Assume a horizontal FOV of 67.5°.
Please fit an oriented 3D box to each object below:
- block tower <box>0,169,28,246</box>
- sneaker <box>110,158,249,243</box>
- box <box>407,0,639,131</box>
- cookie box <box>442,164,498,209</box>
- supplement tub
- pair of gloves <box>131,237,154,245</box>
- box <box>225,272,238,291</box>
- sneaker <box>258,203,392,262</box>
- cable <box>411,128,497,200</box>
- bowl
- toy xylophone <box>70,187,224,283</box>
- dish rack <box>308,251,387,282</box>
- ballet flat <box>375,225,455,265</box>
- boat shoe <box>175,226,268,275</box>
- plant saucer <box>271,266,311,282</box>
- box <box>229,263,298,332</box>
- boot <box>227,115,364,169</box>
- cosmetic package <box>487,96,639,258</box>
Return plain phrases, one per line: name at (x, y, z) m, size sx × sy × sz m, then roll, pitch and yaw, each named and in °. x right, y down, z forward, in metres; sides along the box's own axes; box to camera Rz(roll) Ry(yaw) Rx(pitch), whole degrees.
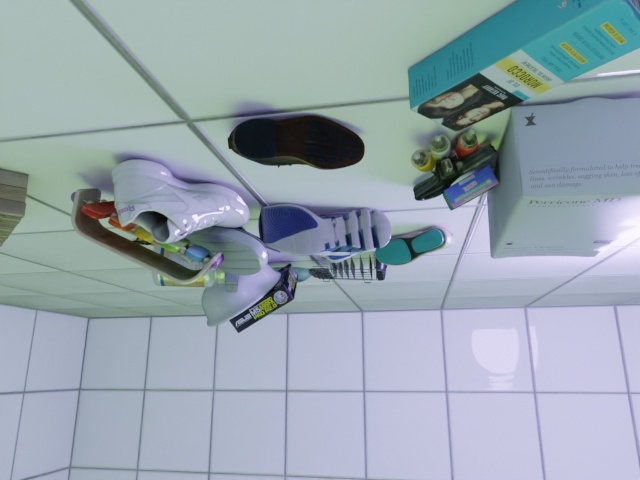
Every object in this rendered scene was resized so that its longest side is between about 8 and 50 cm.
block tower at (-0.707, -0.064, 1.028) m, size 0.097 × 0.091 × 0.335 m, roll 11°, pitch 162°, yaw -37°
sneaker at (-0.271, -0.050, 0.955) m, size 0.114 × 0.152 × 0.305 m, roll -27°, pitch 152°, yaw 36°
box at (0.225, -0.210, 0.550) m, size 0.100 × 0.060 × 0.244 m, roll 12°, pitch 161°, yaw -36°
cookie box at (0.278, -0.096, 0.899) m, size 0.091 × 0.040 × 0.107 m, roll -30°, pitch 174°, yaw 12°
supplement tub at (-0.374, 0.063, 1.388) m, size 0.199 × 0.144 × 0.144 m, roll 3°, pitch 165°, yaw -10°
pair of gloves at (-0.516, 0.002, 1.422) m, size 0.074 × 0.010 × 0.083 m, roll 10°, pitch 164°, yaw -38°
box at (-0.256, 0.066, 1.402) m, size 0.038 × 0.145 × 0.186 m, roll 4°, pitch 164°, yaw -10°
sneaker at (0.001, 0.000, 1.193) m, size 0.315 × 0.128 × 0.182 m, roll 2°, pitch 163°, yaw -12°
cable at (0.232, -0.138, 0.882) m, size 0.139 × 0.072 × 0.287 m, roll -19°, pitch 175°, yaw 6°
bowl at (-0.288, 0.144, 1.600) m, size 0.297 × 0.134 × 0.298 m, roll -31°, pitch -169°, yaw 7°
toy xylophone at (-0.365, -0.008, 1.023) m, size 0.322 × 0.081 × 0.236 m, roll 26°, pitch -175°, yaw -14°
dish rack at (0.097, 0.096, 1.663) m, size 0.271 × 0.074 × 0.208 m, roll -1°, pitch 164°, yaw 9°
ballet flat at (0.270, 0.017, 1.365) m, size 0.086 × 0.086 × 0.248 m, roll 14°, pitch 158°, yaw -42°
boat shoe at (-0.235, -0.006, 1.156) m, size 0.335 × 0.121 × 0.119 m, roll 10°, pitch -141°, yaw 39°
plant saucer at (-0.121, 0.140, 1.880) m, size 0.194 × 0.038 × 0.195 m, roll 1°, pitch 165°, yaw 0°
box at (-0.185, 0.188, 1.624) m, size 0.216 × 0.060 × 0.270 m, roll -31°, pitch -170°, yaw 7°
boot at (-0.043, -0.157, 0.770) m, size 0.219 × 0.082 × 0.106 m, roll 2°, pitch -173°, yaw -25°
cosmetic package at (0.421, -0.084, 0.835) m, size 0.217 × 0.156 × 0.385 m, roll -2°, pitch 166°, yaw 14°
